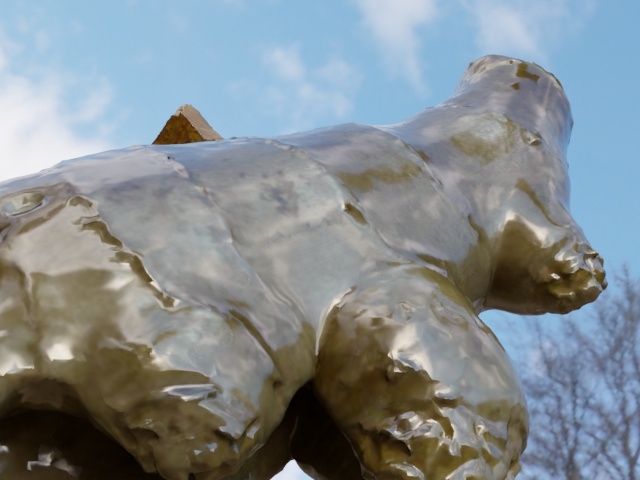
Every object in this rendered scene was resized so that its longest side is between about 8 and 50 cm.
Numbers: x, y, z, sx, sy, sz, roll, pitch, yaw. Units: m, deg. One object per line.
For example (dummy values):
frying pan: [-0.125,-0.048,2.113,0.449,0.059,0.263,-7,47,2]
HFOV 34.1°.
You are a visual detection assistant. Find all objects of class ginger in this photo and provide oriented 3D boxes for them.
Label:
ginger: [0.014,0.004,0.442,0.236,0.375,0.166,21,-45,59]

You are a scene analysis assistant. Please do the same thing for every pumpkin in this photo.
pumpkin: [-0.158,-0.114,1.258,0.074,0.054,0.083,49,-59,13]
